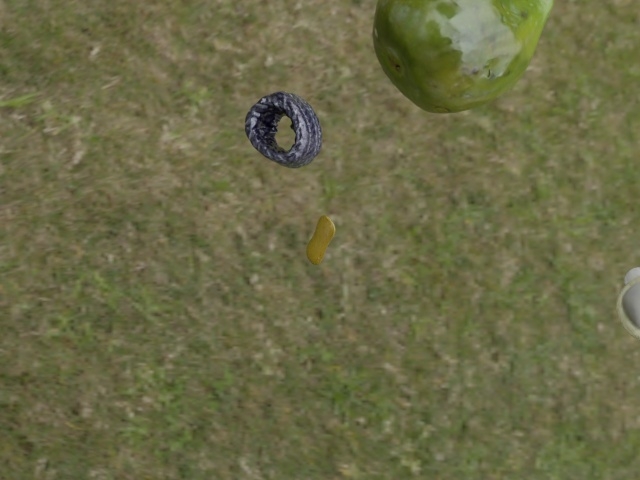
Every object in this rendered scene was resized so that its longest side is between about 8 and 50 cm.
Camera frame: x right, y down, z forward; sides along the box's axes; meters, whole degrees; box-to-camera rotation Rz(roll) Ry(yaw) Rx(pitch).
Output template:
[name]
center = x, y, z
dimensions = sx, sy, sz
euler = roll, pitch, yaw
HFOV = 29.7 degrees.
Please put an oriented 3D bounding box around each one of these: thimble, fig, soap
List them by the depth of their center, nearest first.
[soap]
center = 0.000, 0.000, 1.681
dimensions = 0.012, 0.089, 0.034
euler = -19, 60, -36
[thimble]
center = -0.052, -0.152, 1.696
dimensions = 0.066, 0.095, 0.104
euler = 5, 67, -62
[fig]
center = 0.236, -0.309, 1.802
dimensions = 0.314, 0.233, 0.233
euler = -10, 93, -1

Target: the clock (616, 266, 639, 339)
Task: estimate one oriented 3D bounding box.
[clock]
center = 0.358, 0.079, 0.879
dimensions = 0.277, 0.120, 0.379
euler = -20, 127, -1
